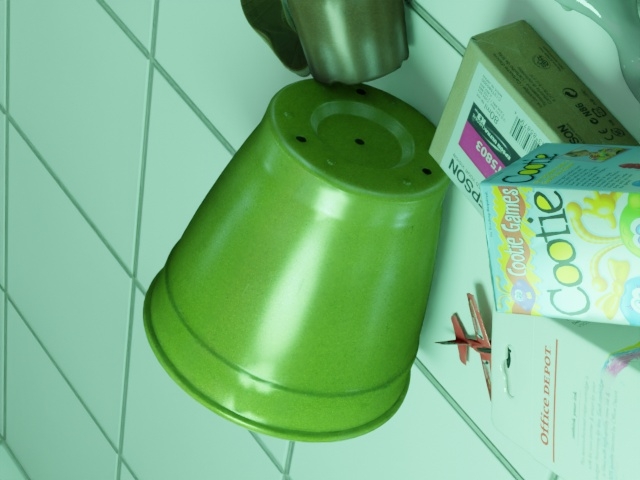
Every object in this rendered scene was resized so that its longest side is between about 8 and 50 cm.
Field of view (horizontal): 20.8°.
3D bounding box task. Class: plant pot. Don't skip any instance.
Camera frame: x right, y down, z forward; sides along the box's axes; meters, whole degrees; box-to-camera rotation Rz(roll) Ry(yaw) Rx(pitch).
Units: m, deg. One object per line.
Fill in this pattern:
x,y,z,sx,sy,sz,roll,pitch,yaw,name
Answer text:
0.033,-0.286,2.100,0.167,0.167,0.165,27,138,51,plant pot
0.000,0.000,2.184,0.366,0.366,0.353,50,134,32,plant pot

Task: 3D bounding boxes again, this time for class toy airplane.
0.198,0.135,2.208,0.151,0.028,0.151,37,137,46,toy airplane

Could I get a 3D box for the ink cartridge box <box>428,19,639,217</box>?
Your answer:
0.237,-0.094,1.931,0.234,0.088,0.193,52,146,27,ink cartridge box

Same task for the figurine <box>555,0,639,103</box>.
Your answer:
0.314,-0.254,1.705,0.209,0.092,0.215,57,150,14,figurine

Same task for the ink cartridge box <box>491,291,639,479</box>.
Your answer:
0.341,0.183,1.898,0.353,0.119,0.207,33,135,46,ink cartridge box

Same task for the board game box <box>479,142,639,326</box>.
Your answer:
0.315,-0.005,1.698,0.275,0.144,0.142,5,112,36,board game box

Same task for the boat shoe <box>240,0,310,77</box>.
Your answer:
-0.059,-0.287,2.360,0.153,0.056,0.048,54,179,17,boat shoe
